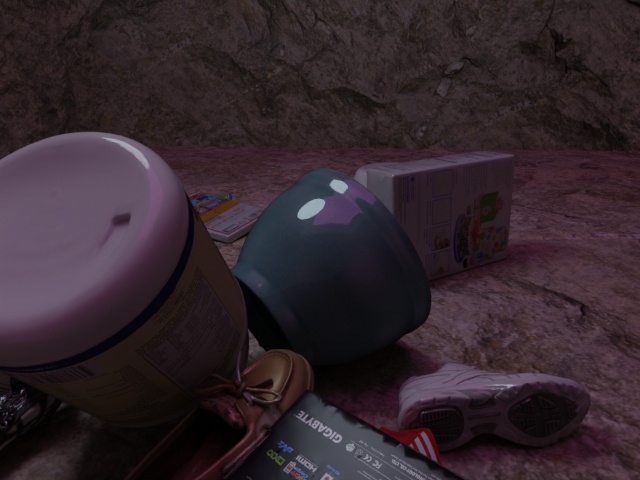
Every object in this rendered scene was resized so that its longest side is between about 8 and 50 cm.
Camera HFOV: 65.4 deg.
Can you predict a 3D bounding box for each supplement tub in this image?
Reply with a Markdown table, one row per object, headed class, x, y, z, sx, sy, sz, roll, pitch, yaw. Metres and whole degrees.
| class | x | y | z | sx | sy | sz | roll | pitch | yaw |
| --- | --- | --- | --- | --- | --- | --- | --- | --- | --- |
| supplement tub | -0.215 | 0.069 | 0.556 | 0.236 | 0.324 | 0.235 | -4 | 57 | 6 |

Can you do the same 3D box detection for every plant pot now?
| class | x | y | z | sx | sy | sz | roll | pitch | yaw |
| --- | --- | --- | --- | --- | --- | --- | --- | --- | --- |
| plant pot | -0.014 | 0.069 | 0.735 | 0.196 | 0.292 | 0.293 | -35 | 33 | -24 |

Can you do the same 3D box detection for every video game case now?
| class | x | y | z | sx | sy | sz | roll | pitch | yaw |
| --- | --- | --- | --- | --- | --- | --- | --- | --- | --- |
| video game case | -0.309 | -0.073 | 1.436 | 0.285 | 0.025 | 0.204 | 16 | 31 | 27 |

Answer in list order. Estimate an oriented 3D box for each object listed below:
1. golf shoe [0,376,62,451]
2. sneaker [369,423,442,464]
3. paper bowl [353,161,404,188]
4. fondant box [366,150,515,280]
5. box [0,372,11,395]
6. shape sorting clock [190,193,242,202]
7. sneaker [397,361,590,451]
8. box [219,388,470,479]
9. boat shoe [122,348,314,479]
| class | x | y | z | sx | sy | sz | roll | pitch | yaw |
| --- | --- | --- | --- | --- | --- | --- | --- | --- | --- |
| golf shoe | -0.376 | 0.222 | 0.612 | 0.077 | 0.093 | 0.198 | 26 | 55 | 24 |
| sneaker | 0.039 | 0.232 | 0.553 | 0.128 | 0.086 | 0.221 | 5 | 10 | -38 |
| paper bowl | 0.204 | -0.145 | 1.480 | 0.285 | 0.147 | 0.284 | -1 | 20 | 0 |
| fondant box | 0.259 | -0.052 | 1.064 | 0.331 | 0.238 | 0.096 | -12 | 20 | -26 |
| box | -0.487 | 0.173 | 0.691 | 0.275 | 0.113 | 0.094 | -11 | 22 | -21 |
| shape sorting clock | -0.348 | -0.100 | 1.561 | 0.207 | 0.040 | 0.206 | 1 | 28 | 0 |
| sneaker | 0.205 | 0.187 | 0.617 | 0.233 | 0.090 | 0.115 | -1 | 16 | 0 |
| box | 0.002 | 0.266 | 0.297 | 0.296 | 0.073 | 0.293 | 15 | 47 | 43 |
| boat shoe | -0.104 | 0.201 | 0.478 | 0.105 | 0.089 | 0.285 | -2 | 34 | 37 |
